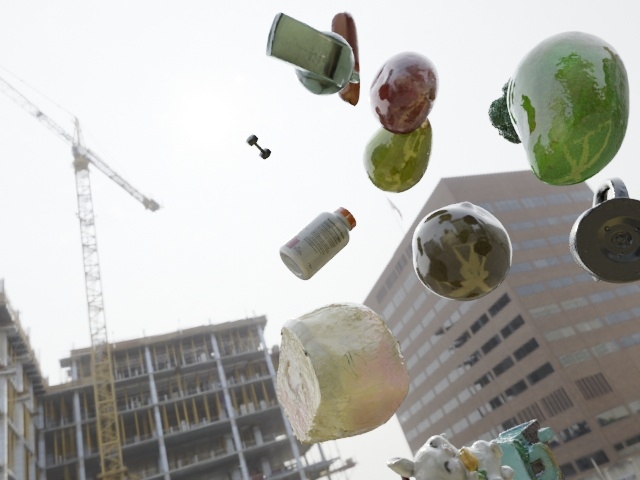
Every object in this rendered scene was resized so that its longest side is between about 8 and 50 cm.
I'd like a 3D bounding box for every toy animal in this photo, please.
[{"bbox_3d":[0.353,0.635,1.350,0.325,0.208,0.154,-14,-45,-19],"label":"toy animal"}]

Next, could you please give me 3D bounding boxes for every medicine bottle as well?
[{"bbox_3d":[0.000,0.000,1.786,0.289,0.157,0.157,-42,-25,-21],"label":"medicine bottle"}]

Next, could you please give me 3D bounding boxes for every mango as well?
[{"bbox_3d":[0.489,-0.267,0.992,0.225,0.381,0.201,19,-28,2],"label":"mango"}]

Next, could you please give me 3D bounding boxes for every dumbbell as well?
[{"bbox_3d":[-0.180,-0.273,1.446,0.036,0.040,0.083,-49,-53,-5],"label":"dumbbell"}]

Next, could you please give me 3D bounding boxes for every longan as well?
[{"bbox_3d":[0.469,0.029,1.667,0.361,0.361,0.361,-16,-31,-10],"label":"longan"}]

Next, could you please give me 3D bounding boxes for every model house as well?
[{"bbox_3d":[0.826,0.847,1.872,0.249,0.280,0.230,-15,-19,-17],"label":"model house"}]

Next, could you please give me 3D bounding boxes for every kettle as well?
[{"bbox_3d":[0.736,-0.011,1.289,0.207,0.250,0.271,-32,-13,12],"label":"kettle"}]

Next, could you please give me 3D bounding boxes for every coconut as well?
[{"bbox_3d":[0.078,0.367,1.438,0.405,0.404,0.404,-16,-31,-10],"label":"coconut"}]

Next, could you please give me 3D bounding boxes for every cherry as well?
[{"bbox_3d":[0.270,-0.473,1.589,0.221,0.307,0.261,14,-76,-9],"label":"cherry"}]

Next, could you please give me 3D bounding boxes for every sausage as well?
[{"bbox_3d":[0.079,-0.561,1.536,0.083,0.300,0.089,-3,-4,18],"label":"sausage"}]

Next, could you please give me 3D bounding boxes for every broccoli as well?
[{"bbox_3d":[0.634,-0.419,1.506,0.254,0.269,0.269,13,-40,-12],"label":"broccoli"}]

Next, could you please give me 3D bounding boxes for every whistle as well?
[{"bbox_3d":[-0.020,-0.435,1.186,0.290,0.163,0.163,12,-44,-35],"label":"whistle"}]

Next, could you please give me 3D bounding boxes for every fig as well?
[{"bbox_3d":[0.305,-0.339,1.861,0.258,0.258,0.326,-1,-38,-31],"label":"fig"}]

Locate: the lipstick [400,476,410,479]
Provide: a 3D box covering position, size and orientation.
[{"bbox_3d":[0.259,0.727,1.418,0.027,0.176,0.027,-15,-26,-8],"label":"lipstick"}]
